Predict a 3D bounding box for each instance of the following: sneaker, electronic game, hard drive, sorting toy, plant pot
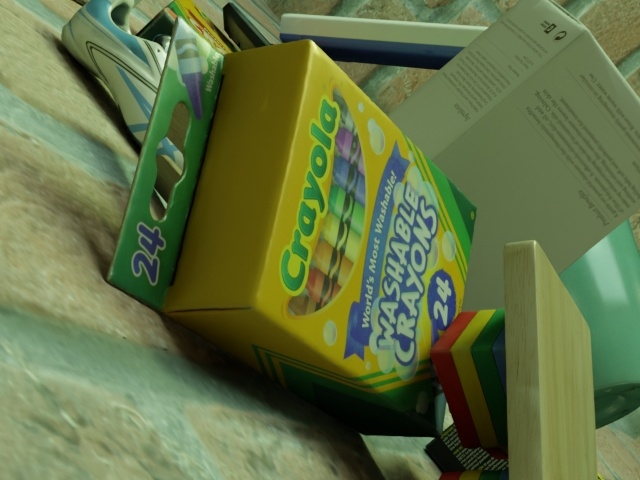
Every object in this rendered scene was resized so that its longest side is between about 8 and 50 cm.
[{"bbox_3d":[-0.144,-0.130,1.146,0.237,0.086,0.085,51,7,12],"label":"sneaker"},{"bbox_3d":[-0.041,-0.210,1.589,0.229,0.048,0.229,48,5,-5],"label":"electronic game"},{"bbox_3d":[0.135,-0.244,1.596,0.319,0.040,0.210,8,3,20],"label":"hard drive"},{"bbox_3d":[0.149,0.162,0.965,0.255,0.089,0.257,43,46,-63],"label":"sorting toy"},{"bbox_3d":[0.291,0.116,1.596,0.293,0.293,0.235,35,33,-57],"label":"plant pot"}]

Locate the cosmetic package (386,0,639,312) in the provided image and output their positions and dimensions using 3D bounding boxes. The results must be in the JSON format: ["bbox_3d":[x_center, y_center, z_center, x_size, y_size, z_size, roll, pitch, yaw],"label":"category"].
[{"bbox_3d":[0.146,-0.043,1.246,0.197,0.365,0.155,47,10,-27],"label":"cosmetic package"}]

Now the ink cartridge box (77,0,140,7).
[{"bbox_3d":[-0.274,-0.423,1.414,0.270,0.198,0.197,50,8,13],"label":"ink cartridge box"}]

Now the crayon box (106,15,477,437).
[{"bbox_3d":[0.000,0.000,0.921,0.323,0.083,0.203,38,57,-48],"label":"crayon box"}]

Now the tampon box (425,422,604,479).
[{"bbox_3d":[0.198,0.226,1.196,0.161,0.101,0.120,51,8,19],"label":"tampon box"}]

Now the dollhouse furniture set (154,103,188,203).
[{"bbox_3d":[-0.055,-0.057,1.069,0.151,0.144,0.123,-3,35,-38],"label":"dollhouse furniture set"}]

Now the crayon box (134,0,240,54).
[{"bbox_3d":[-0.127,-0.187,1.489,0.202,0.081,0.318,46,8,-13],"label":"crayon box"}]
